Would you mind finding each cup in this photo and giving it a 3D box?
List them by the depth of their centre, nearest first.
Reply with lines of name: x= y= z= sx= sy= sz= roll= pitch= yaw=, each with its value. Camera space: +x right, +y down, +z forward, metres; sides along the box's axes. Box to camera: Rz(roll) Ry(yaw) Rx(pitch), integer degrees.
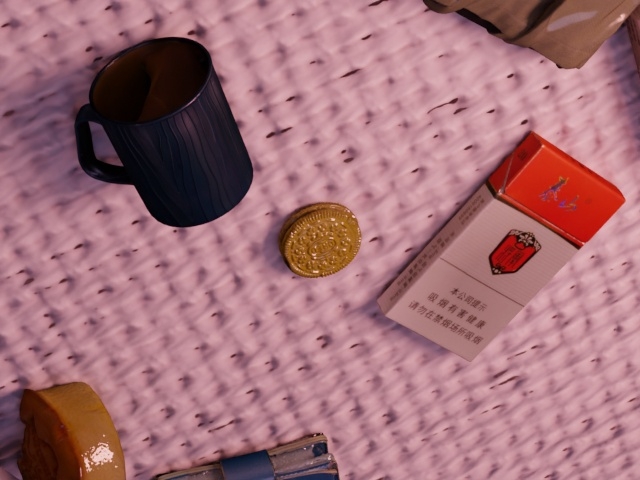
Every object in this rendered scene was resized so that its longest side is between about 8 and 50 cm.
cup: x=-0.143 y=-0.099 z=1.807 sx=0.113 sy=0.150 sz=0.138 roll=-48 pitch=138 yaw=-26

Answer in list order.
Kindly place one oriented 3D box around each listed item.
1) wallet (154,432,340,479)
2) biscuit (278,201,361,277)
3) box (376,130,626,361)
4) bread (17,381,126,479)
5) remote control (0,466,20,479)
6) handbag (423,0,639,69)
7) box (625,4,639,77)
wallet: x=-0.077 y=0.289 z=2.148 sx=0.202 sy=0.059 sz=0.141 roll=-13 pitch=127 yaw=-10
biscuit: x=0.000 y=0.000 z=1.974 sx=0.084 sy=0.023 sz=0.084 roll=-10 pitch=129 yaw=-13
box: x=0.185 y=0.010 z=2.043 sx=0.139 sy=0.035 sz=0.245 roll=31 pitch=112 yaw=-35
bread: x=-0.248 y=0.226 z=1.999 sx=0.086 sy=0.125 sz=0.156 roll=-17 pitch=128 yaw=-30
remote control: x=-0.405 y=0.203 z=1.952 sx=0.103 sy=0.034 sz=0.250 roll=-15 pitch=138 yaw=34
handbag: x=0.200 y=-0.289 z=1.770 sx=0.315 sy=0.109 sz=0.253 roll=19 pitch=122 yaw=-37
box: x=0.481 y=-0.220 z=1.955 sx=0.353 sy=0.069 sz=0.214 roll=-26 pitch=130 yaw=-2
